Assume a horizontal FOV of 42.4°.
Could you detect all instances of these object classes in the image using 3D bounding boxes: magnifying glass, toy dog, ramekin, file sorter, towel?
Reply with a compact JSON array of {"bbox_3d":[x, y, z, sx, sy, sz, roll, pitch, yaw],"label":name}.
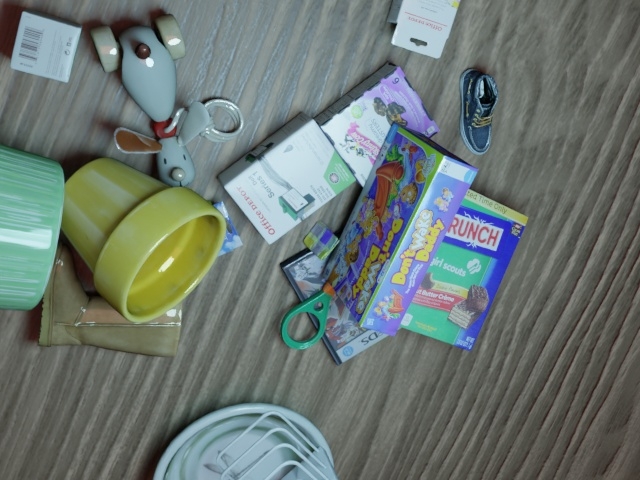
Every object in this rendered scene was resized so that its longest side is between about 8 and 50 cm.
[{"bbox_3d":[0.000,0.129,1.738,0.092,0.026,0.231,32,99,-22],"label":"magnifying glass"},{"bbox_3d":[-0.288,-0.252,1.490,0.220,0.161,0.333,-36,114,-1],"label":"toy dog"},{"bbox_3d":[-0.549,-0.021,1.430,0.148,0.303,0.303,11,105,-27],"label":"ramekin"},{"bbox_3d":[-0.081,0.501,1.634,0.193,0.277,0.173,-42,112,1],"label":"file sorter"},{"bbox_3d":[0.000,0.000,1.700,0.060,0.083,0.009,-50,133,6],"label":"towel"}]

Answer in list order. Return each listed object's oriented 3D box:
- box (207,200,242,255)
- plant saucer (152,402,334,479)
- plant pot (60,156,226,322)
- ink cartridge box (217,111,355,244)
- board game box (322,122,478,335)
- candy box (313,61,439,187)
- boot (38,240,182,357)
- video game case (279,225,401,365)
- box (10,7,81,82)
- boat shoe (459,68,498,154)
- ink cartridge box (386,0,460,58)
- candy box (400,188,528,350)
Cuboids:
[{"bbox_3d":[-0.258,-0.002,1.647,0.178,0.042,0.109,-25,113,-5],"label":"box"},{"bbox_3d":[-0.173,0.519,1.818,0.401,0.100,0.400,-5,110,-14],"label":"plant saucer"},{"bbox_3d":[-0.342,-0.018,1.494,0.239,0.254,0.254,37,97,17],"label":"plant pot"},{"bbox_3d":[-0.069,-0.121,1.632,0.219,0.092,0.160,-38,113,-1],"label":"ink cartridge box"},{"bbox_3d":[0.141,-0.027,1.574,0.078,0.233,0.347,18,105,-25],"label":"board game box"},{"bbox_3d":[0.112,-0.230,1.655,0.196,0.070,0.164,-38,115,0],"label":"candy box"},{"bbox_3d":[-0.407,0.118,1.630,0.270,0.089,0.236,6,117,-17],"label":"boot"},{"bbox_3d":[0.083,0.102,1.781,0.248,0.035,0.274,-30,113,-4],"label":"video game case"},{"bbox_3d":[-0.480,-0.342,1.446,0.102,0.087,0.101,13,104,-20],"label":"box"},{"bbox_3d":[0.328,-0.258,1.699,0.065,0.083,0.183,-16,112,-10],"label":"boat shoe"},{"bbox_3d":[0.205,-0.466,1.603,0.115,0.067,0.198,13,103,-19],"label":"ink cartridge box"},{"bbox_3d":[0.252,0.039,1.730,0.268,0.122,0.317,21,92,-25],"label":"candy box"}]
